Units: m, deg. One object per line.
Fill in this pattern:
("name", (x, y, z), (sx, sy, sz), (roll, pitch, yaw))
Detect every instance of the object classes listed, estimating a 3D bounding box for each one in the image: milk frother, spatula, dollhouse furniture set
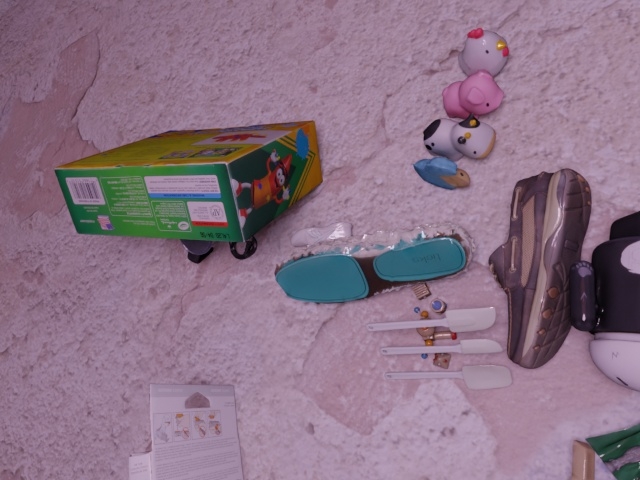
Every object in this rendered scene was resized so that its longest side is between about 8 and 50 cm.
("milk frother", (-0.238, -0.004, 1.119), (0.143, 0.135, 0.129), (8, 112, 12))
("spatula", (0.214, 0.206, 0.868), (0.242, 0.019, 0.168), (-11, 112, 26))
("dollhouse furniture set", (0.419, 0.389, 0.764), (0.081, 0.091, 0.114), (147, 139, -64))

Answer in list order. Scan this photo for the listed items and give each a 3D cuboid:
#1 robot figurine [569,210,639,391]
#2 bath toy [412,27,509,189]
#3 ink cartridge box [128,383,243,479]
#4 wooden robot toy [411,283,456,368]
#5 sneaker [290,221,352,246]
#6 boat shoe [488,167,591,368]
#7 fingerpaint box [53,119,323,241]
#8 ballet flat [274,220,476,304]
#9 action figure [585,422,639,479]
("robot figurine", (0.514, 0.096, 0.731), (0.209, 0.173, 0.278), (0, 74, 36))
("bath toy", (0.306, -0.285, 0.973), (0.151, 0.129, 0.348), (16, 81, 29))
("ink cartridge box", (-0.259, 0.414, 0.933), (0.060, 0.275, 0.239), (-20, 66, 19))
("wooden robot toy", (0.215, 0.159, 0.902), (0.076, 0.079, 0.173), (-14, 69, 21))
("sneaker", (0.000, 0.000, 1.069), (0.152, 0.053, 0.061), (-11, 73, 22))
("boat shoe", (0.386, 0.048, 0.848), (0.130, 0.132, 0.355), (7, 81, 53))
("fingerpaint box", (-0.272, -0.143, 1.056), (0.444, 0.371, 0.163), (2, 115, 24))
("ballet flat", (0.110, 0.041, 0.972), (0.408, 0.147, 0.147), (-10, 70, 20))
("action figure", (0.551, 0.305, 0.708), (0.232, 0.063, 0.137), (-39, 69, 11))
